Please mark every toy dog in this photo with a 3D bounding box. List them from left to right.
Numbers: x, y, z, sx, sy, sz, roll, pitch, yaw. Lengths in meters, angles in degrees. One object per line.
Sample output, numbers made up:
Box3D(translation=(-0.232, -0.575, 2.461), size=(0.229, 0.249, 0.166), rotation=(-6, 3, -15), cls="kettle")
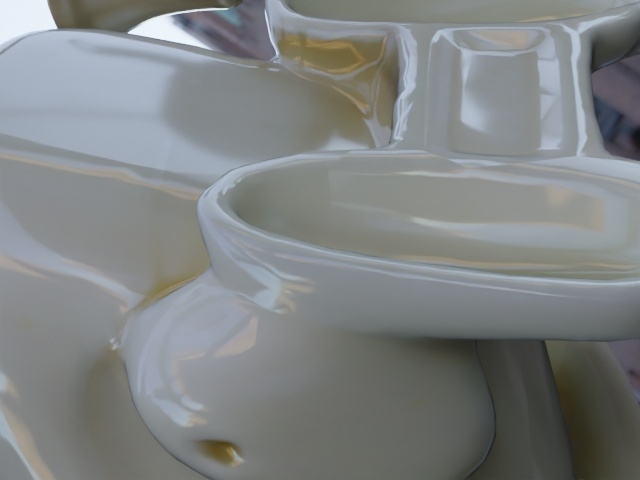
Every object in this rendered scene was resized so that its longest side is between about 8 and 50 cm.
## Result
Box3D(translation=(-0.013, 0.127, 0.694), size=(0.284, 0.395, 0.408), rotation=(-99, 5, -61), cls="toy dog")

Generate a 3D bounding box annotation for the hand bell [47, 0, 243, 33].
Box3D(translation=(-0.003, -0.144, 0.850), size=(0.126, 0.242, 0.126), rotation=(7, -90, -75), cls="hand bell")
